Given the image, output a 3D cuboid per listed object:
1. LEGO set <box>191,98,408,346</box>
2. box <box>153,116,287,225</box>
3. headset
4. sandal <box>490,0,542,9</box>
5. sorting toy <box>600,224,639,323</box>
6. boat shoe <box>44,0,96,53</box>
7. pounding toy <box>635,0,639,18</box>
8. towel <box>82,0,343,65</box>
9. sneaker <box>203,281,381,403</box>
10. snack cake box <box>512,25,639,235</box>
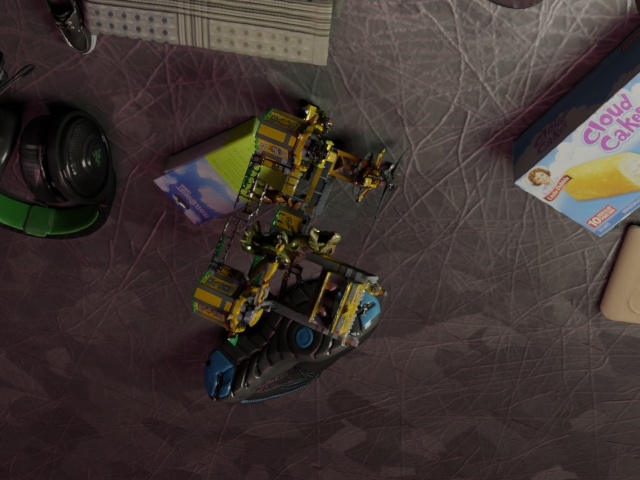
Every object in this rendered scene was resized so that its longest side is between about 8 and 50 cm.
[{"bbox_3d":[0.000,0.000,1.379,0.192,0.331,0.255,23,177,18],"label":"LEGO set"},{"bbox_3d":[-0.134,-0.094,1.519,0.178,0.042,0.109,-21,128,27],"label":"box"},{"bbox_3d":[-0.416,-0.102,1.463,0.243,0.185,0.394,9,147,1],"label":"headset"},{"bbox_3d":[0.210,-0.417,1.081,0.168,0.107,0.445,6,136,3],"label":"sandal"},{"bbox_3d":[0.531,0.058,1.561,0.208,0.038,0.193,11,136,6],"label":"sorting toy"},{"bbox_3d":[-0.324,-0.290,1.356,0.049,0.040,0.142,-3,134,13],"label":"boat shoe"},{"bbox_3d":[0.450,-0.286,1.164,0.206,0.094,0.181,-9,140,11],"label":"pounding toy"},{"bbox_3d":[-0.127,-0.357,1.256,0.324,0.056,0.312,10,133,4],"label":"towel"},{"bbox_3d":[-0.031,0.166,1.739,0.341,0.125,0.140,-28,152,29],"label":"sneaker"},{"bbox_3d":[0.383,-0.139,1.346,0.152,0.089,0.264,28,133,-18],"label":"snack cake box"}]
